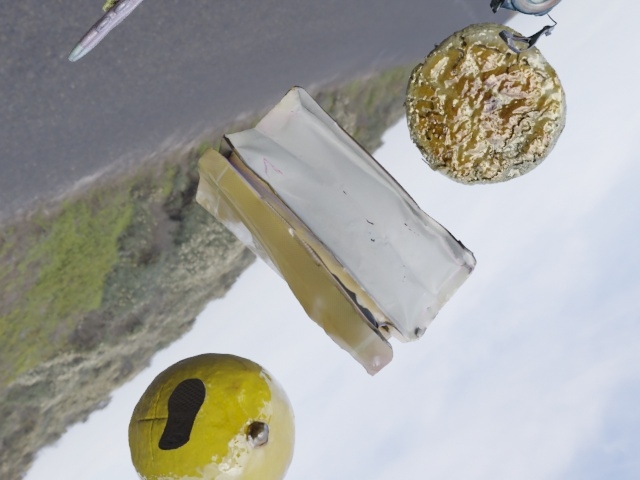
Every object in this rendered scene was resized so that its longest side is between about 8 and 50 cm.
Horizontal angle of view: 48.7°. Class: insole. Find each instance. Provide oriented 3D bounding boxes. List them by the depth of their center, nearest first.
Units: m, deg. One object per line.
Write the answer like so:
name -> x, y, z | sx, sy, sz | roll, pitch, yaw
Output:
insole -> -0.152, 0.188, 0.778 | 0.045, 0.002, 0.135 | -9, -159, 4

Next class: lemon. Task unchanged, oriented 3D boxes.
lemon -> -0.186, 0.336, 1.225 | 0.297, 0.297, 0.297 | -41, -176, 4

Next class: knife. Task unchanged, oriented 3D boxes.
knife -> -0.278, -0.419, 1.137 | 0.132, 0.038, 0.398 | -20, -148, 44

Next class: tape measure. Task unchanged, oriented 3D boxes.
tape measure -> 0.307, -0.334, 0.989 | 0.107, 0.104, 0.180 | 113, -9, -45

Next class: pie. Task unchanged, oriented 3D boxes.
pie -> 0.274, -0.222, 1.173 | 0.274, 0.274, 0.055 | -40, -168, 9

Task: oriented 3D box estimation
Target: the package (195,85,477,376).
package -> -0.012, 0.010, 0.828 | 0.221, 0.311, 0.165 | -45, 178, 36
